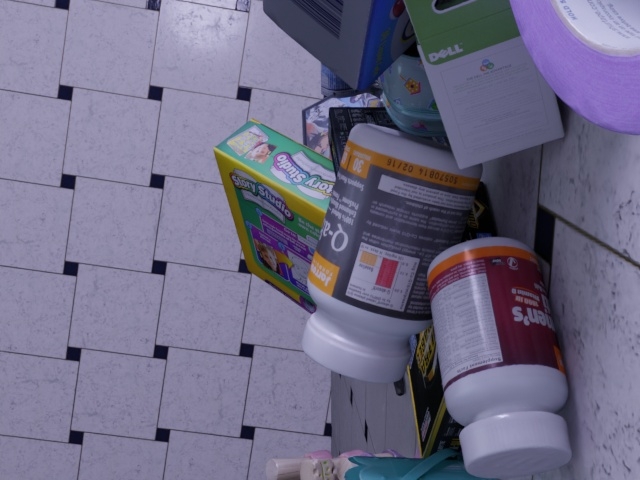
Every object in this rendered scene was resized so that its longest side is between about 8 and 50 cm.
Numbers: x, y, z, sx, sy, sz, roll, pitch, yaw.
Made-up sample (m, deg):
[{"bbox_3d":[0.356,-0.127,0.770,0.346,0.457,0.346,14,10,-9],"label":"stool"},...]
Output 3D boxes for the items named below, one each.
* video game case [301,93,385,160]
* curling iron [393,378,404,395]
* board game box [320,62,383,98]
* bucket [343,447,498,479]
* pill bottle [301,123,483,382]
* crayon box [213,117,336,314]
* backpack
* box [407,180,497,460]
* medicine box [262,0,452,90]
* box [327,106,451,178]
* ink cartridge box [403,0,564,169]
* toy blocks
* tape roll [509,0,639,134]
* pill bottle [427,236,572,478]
[{"bbox_3d":[0.075,-0.184,1.519,0.035,0.248,0.274,33,-137,-45],"label":"video game case"},{"bbox_3d":[0.148,0.198,1.730,0.068,0.035,0.273,97,171,-59],"label":"curling iron"},{"bbox_3d":[0.096,-0.308,1.398,0.060,0.194,0.194,39,140,48],"label":"board game box"},{"bbox_3d":[0.133,0.409,1.064,0.281,0.183,0.281,180,90,-85],"label":"bucket"},{"bbox_3d":[0.076,0.014,0.963,0.162,0.162,0.278,-111,36,-76],"label":"pill bottle"},{"bbox_3d":[0.000,0.000,1.385,0.363,0.106,0.313,31,148,33],"label":"crayon box"},{"bbox_3d":[0.144,-0.198,0.942,0.188,0.166,0.144,-94,6,-63],"label":"backpack"},{"bbox_3d":[0.179,0.116,1.118,0.322,0.079,0.257,95,174,-51],"label":"box"},{"bbox_3d":[0.089,-0.331,0.761,0.149,0.289,0.263,42,167,10],"label":"medicine box"},{"bbox_3d":[0.111,-0.132,1.250,0.232,0.184,0.059,-99,9,-55],"label":"box"},{"bbox_3d":[0.152,-0.175,0.765,0.062,0.109,0.209,-92,-20,-47],"label":"ink cartridge box"},{"bbox_3d":[0.096,0.493,1.380,0.309,0.260,0.288,-25,63,51],"label":"toy blocks"},{"bbox_3d":[0.198,-0.197,0.432,0.275,0.090,0.274,170,90,-75],"label":"tape roll"},{"bbox_3d":[0.180,0.117,0.825,0.121,0.121,0.221,97,170,-57],"label":"pill bottle"}]
